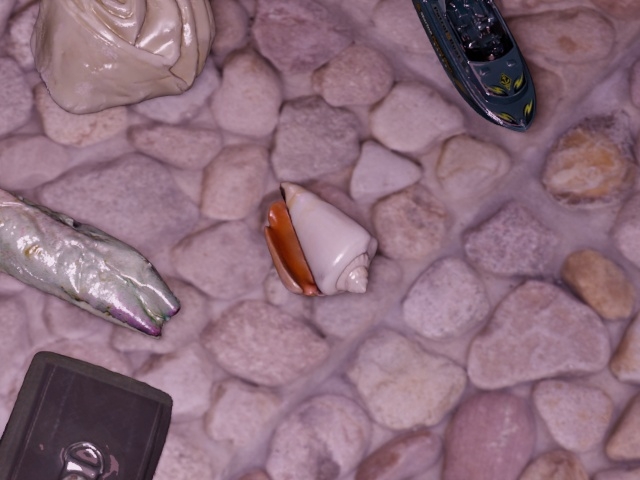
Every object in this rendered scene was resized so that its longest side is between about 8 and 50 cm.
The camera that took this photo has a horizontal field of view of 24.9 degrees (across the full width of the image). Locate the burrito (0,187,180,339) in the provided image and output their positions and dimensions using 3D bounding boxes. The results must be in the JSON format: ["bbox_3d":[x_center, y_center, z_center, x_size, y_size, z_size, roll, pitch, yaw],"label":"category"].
[{"bbox_3d":[-0.291,0.012,1.591,0.309,0.066,0.096,26,68,5],"label":"burrito"}]

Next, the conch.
[{"bbox_3d":[-0.007,0.001,1.627,0.176,0.104,0.094,44,27,17],"label":"conch"}]

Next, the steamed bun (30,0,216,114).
[{"bbox_3d":[-0.232,-0.270,1.693,0.218,0.144,0.211,-7,65,-13],"label":"steamed bun"}]

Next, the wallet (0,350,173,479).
[{"bbox_3d":[-0.260,0.239,1.498,0.168,0.052,0.245,18,61,-3],"label":"wallet"}]

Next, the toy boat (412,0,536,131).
[{"bbox_3d":[0.194,-0.236,1.769,0.093,0.103,0.246,-19,71,-18],"label":"toy boat"}]
